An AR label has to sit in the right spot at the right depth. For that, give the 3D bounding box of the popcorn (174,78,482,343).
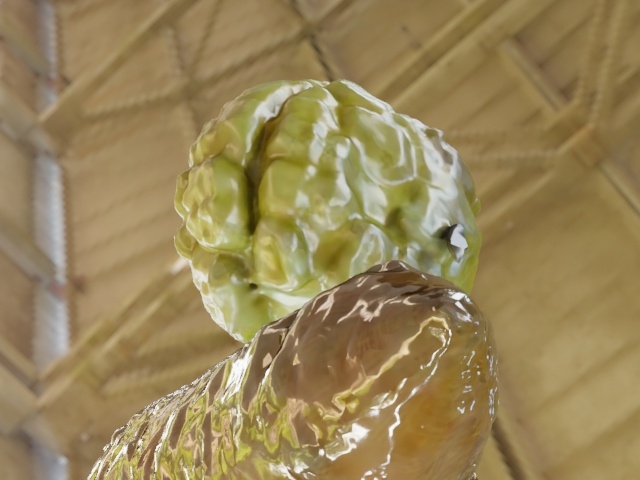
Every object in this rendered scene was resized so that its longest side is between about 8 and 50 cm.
[{"bbox_3d":[0.007,-0.007,0.947,0.142,0.173,0.173,-40,-157,17],"label":"popcorn"}]

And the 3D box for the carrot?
[{"bbox_3d":[-0.006,0.062,0.518,0.102,0.102,0.263,-57,-177,-28],"label":"carrot"}]
